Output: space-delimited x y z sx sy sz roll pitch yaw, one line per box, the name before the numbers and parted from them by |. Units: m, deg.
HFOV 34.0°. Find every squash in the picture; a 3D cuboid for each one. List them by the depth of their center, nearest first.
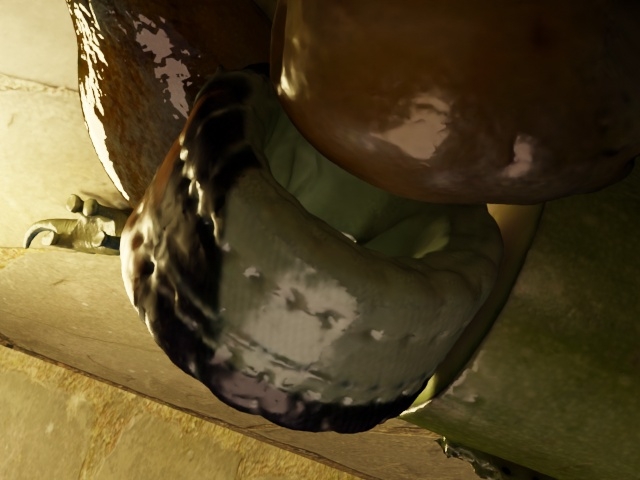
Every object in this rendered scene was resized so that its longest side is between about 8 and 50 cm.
squash | 0.267 0.077 0.799 0.384 0.263 0.263 23 160 -12

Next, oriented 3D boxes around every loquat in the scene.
loquat | 0.086 -0.108 0.576 0.227 0.179 0.179 7 161 -2

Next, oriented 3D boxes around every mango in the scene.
mango | -0.097 -0.110 0.804 0.193 0.146 0.316 6 143 23

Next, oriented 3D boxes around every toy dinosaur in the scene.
toy dinosaur | -0.255 0.005 1.355 0.248 0.075 0.188 -6 157 38

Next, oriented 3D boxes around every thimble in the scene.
thimble | 0.000 0.000 0.673 0.237 0.237 0.150 24 123 -16

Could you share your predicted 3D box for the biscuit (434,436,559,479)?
biscuit | 0.154 0.142 0.875 0.144 0.203 0.016 20 127 -14
